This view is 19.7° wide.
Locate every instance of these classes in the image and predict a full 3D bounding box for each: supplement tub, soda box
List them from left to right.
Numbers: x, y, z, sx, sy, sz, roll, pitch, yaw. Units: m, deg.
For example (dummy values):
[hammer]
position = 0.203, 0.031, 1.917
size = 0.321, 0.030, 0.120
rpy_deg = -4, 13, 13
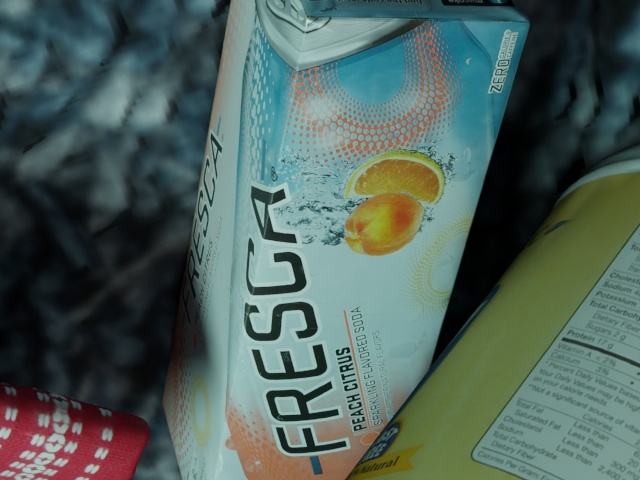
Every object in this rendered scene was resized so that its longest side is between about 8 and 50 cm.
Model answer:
[soda box]
position = 0.000, 0.000, 0.498
size = 0.058, 0.063, 0.183
rpy_deg = -2, 130, -17
[supplement tub]
position = 0.095, 0.064, 0.479
size = 0.200, 0.144, 0.144
rpy_deg = -50, 139, -26

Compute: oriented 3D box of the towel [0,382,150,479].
[towel]
position = -0.209, 0.057, 0.464
size = 0.275, 0.031, 0.199
rpy_deg = 18, 141, -30
